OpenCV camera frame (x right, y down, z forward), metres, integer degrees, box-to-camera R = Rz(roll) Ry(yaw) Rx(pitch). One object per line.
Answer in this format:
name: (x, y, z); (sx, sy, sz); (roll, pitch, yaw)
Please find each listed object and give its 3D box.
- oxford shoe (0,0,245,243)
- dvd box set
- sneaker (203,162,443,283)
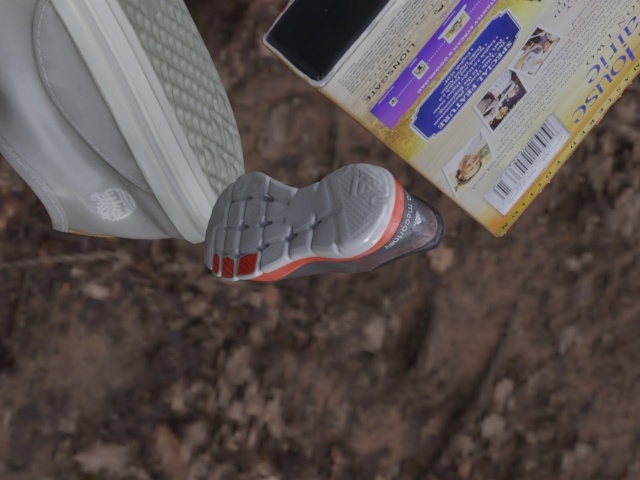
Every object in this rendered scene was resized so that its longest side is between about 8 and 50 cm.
oxford shoe: (-0.177, -0.178, 0.870); (0.169, 0.130, 0.449); (-80, 152, -57)
dvd box set: (0.151, -0.179, 1.150); (0.307, 0.062, 0.420); (-51, 155, 5)
sneaker: (0.000, 0.000, 0.821); (0.065, 0.158, 0.061); (22, 75, -37)
